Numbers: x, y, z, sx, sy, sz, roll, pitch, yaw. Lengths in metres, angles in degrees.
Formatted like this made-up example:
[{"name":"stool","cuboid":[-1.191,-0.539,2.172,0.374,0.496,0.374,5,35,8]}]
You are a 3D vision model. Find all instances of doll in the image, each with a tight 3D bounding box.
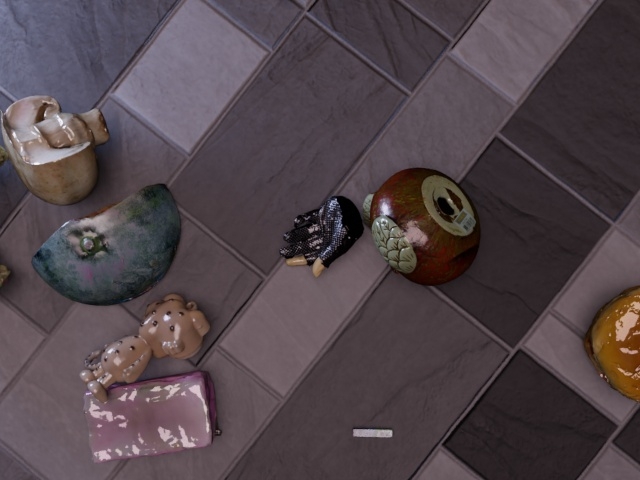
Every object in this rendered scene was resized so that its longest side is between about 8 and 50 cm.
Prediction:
[{"name":"doll","cuboid":[-0.364,0.217,1.832,0.278,0.154,0.119,-32,130,-9]}]

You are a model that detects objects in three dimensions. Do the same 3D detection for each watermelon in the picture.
[{"name":"watermelon","cuboid":[-0.428,0.027,1.842,0.322,0.175,0.188,-37,86,3]}]

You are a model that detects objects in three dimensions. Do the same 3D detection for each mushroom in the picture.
[{"name":"mushroom","cuboid":[-0.539,-0.177,1.853,0.195,0.189,0.254,-25,54,-26]}]

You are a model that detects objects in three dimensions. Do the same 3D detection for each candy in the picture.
[{"name":"candy","cuboid":[-0.350,0.364,1.859,0.265,0.116,0.156,-9,90,5]}]

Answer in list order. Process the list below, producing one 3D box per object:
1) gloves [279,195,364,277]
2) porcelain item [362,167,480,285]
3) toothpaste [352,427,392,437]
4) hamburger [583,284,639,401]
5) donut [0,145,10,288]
[{"name":"gloves","cuboid":[0.000,-0.002,1.870,0.180,0.106,0.129,-35,85,30]},{"name":"porcelain item","cuboid":[0.194,-0.013,1.812,0.252,0.253,0.253,0,88,3]},{"name":"toothpaste","cuboid":[0.110,0.404,1.877,0.083,0.020,0.017,0,84,3]},{"name":"hamburger","cuboid":[0.654,0.207,1.781,0.244,0.163,0.244,0,88,1]},{"name":"donut","cuboid":[-0.792,-0.051,1.866,0.307,0.150,0.371,-1,92,10]}]
